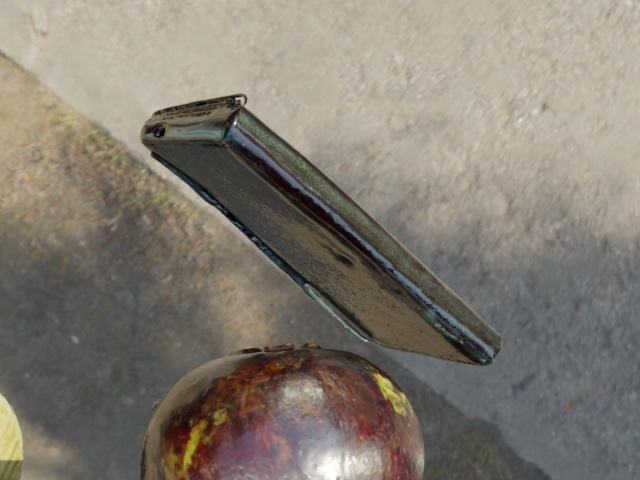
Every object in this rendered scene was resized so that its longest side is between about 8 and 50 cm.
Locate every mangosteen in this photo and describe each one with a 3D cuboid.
[{"bbox_3d":[-0.021,0.177,0.667,0.192,0.192,0.217,-16,69,26],"label":"mangosteen"}]

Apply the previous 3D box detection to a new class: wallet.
[{"bbox_3d":[0.000,0.000,0.808,0.318,0.045,0.172,41,159,-29],"label":"wallet"}]

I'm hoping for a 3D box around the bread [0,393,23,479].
[{"bbox_3d":[-0.497,0.291,1.274,0.040,0.267,0.267,7,113,38],"label":"bread"}]
